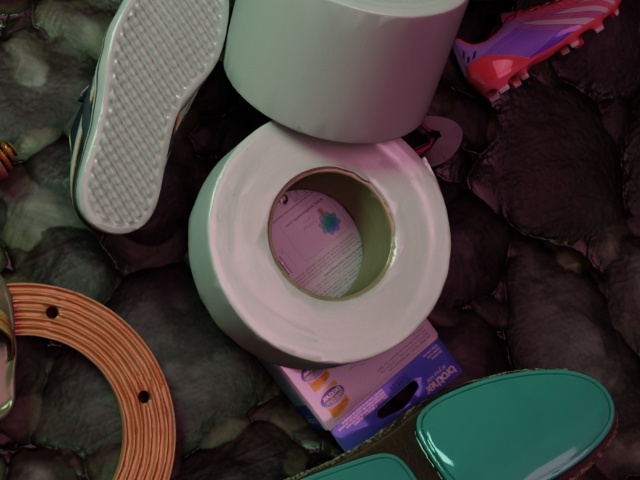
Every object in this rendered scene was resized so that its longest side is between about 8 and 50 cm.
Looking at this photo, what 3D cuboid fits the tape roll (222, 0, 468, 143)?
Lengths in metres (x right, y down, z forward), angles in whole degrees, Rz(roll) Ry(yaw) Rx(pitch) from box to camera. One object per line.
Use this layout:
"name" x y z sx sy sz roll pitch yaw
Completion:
"tape roll" 0.027 -0.245 1.445 0.246 0.169 0.246 10 40 -9

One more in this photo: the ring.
"ring" -0.324 0.213 1.435 0.336 0.032 0.337 3 82 -19

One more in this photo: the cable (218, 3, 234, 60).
"cable" -0.080 -0.244 1.587 0.287 0.072 0.140 18 70 -28

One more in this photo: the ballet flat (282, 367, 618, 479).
"ballet flat" 0.109 0.283 1.499 0.482 0.182 0.164 -21 62 -22

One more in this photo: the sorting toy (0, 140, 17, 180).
"sorting toy" -0.368 -0.114 1.454 0.042 0.061 0.102 -41 119 -20

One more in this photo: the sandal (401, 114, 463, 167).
"sandal" 0.095 -0.124 1.623 0.179 0.040 0.067 0 82 -19

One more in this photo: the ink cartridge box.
"ink cartridge box" 0.005 0.086 1.550 0.186 0.065 0.311 -39 92 -20

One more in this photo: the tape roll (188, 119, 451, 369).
"tape roll" 0.000 0.000 1.479 0.286 0.100 0.286 3 79 -18

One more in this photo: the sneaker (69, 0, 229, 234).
"sneaker" -0.203 -0.161 1.474 0.126 0.127 0.321 23 81 -18

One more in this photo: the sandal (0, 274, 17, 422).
"sandal" -0.355 0.105 1.398 0.072 0.049 0.180 -7 84 -20

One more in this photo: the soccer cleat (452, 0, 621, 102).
"soccer cleat" 0.280 -0.271 1.691 0.248 0.083 0.095 -34 89 -18
